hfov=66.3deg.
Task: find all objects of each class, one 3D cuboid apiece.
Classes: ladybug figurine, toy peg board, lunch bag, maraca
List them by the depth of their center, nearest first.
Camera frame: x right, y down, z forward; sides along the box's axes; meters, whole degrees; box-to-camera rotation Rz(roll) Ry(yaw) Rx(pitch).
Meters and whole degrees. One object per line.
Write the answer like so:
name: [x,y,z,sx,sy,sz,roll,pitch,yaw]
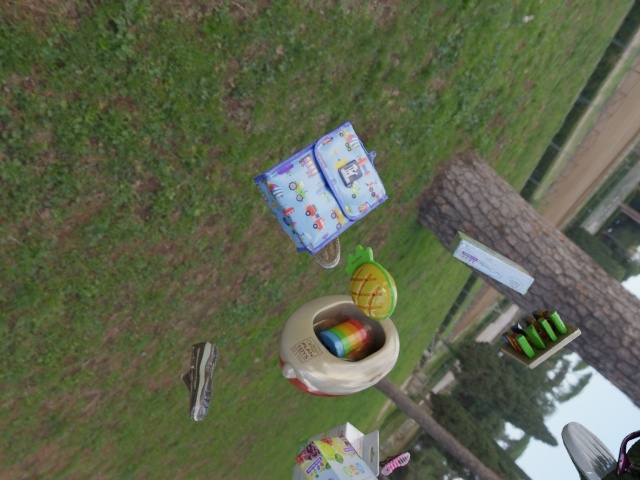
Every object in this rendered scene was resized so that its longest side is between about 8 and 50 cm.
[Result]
maraca: [0.116,0.101,1.159,0.099,0.186,0.127,-6,151,-42]
lunch bag: [0.020,-0.138,1.223,0.293,0.221,0.138,-35,-168,-15]
toy peg board: [0.568,0.242,1.313,0.161,0.079,0.160,-34,-172,-2]
ladybug figurine: [0.044,0.314,1.424,0.449,0.305,0.162,-10,140,-46]

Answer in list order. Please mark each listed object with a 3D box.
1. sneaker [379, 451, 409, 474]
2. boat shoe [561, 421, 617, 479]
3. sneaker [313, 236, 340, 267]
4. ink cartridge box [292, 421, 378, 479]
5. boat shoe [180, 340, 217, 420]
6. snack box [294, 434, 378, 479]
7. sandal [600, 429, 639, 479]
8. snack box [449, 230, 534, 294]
sneaker: [0.263,0.788,1.760,0.119,0.047,0.057,-25,-163,-10]
boat shoe: [0.757,0.666,1.324,0.121,0.335,0.119,-9,145,-34]
sneaker: [0.000,0.000,1.673,0.099,0.282,0.153,-21,147,-5]
ink cartridge box: [0.058,0.861,1.930,0.353,0.119,0.207,-34,-154,27]
boat shoe: [-0.396,0.445,1.560,0.095,0.095,0.258,87,4,-47]
snack box: [0.062,0.545,1.094,0.070,0.207,0.174,-47,150,8]
sandal: [0.819,0.564,1.228,0.445,0.107,0.167,-11,-179,-39]
snack box: [0.308,0.038,0.896,0.037,0.141,0.100,-62,175,15]
